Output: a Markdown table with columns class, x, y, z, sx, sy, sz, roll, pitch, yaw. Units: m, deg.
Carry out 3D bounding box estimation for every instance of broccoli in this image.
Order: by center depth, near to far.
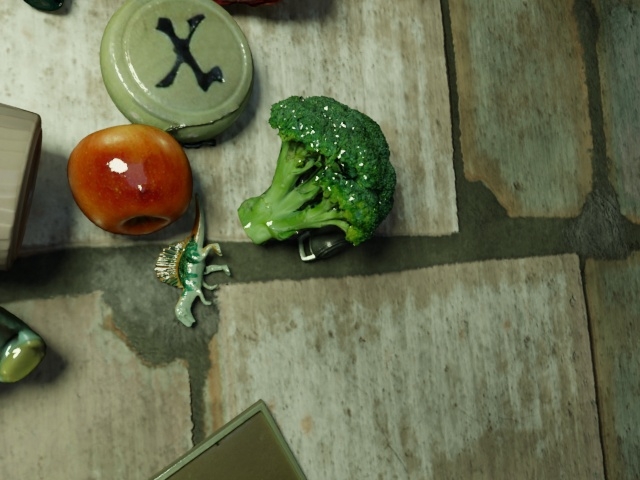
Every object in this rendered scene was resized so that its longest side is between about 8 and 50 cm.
| class | x | y | z | sx | sy | sz | roll | pitch | yaw |
| --- | --- | --- | --- | --- | --- | --- | --- | --- | --- |
| broccoli | -0.015 | -0.097 | 0.815 | 0.269 | 0.269 | 0.254 | -36 | 91 | -24 |

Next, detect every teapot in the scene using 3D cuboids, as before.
| class | x | y | z | sx | sy | sz | roll | pitch | yaw |
| --- | --- | --- | --- | --- | --- | --- | --- | --- | --- |
| teapot | 0.000 | 0.000 | 0.889 | 0.088 | 0.066 | 0.057 | -27 | 77 | -3 |

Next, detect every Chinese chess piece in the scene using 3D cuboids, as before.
| class | x | y | z | sx | sy | sz | roll | pitch | yaw |
| --- | --- | --- | --- | --- | --- | --- | --- | --- | --- |
| Chinese chess piece | -0.212 | -0.262 | 0.791 | 0.237 | 0.092 | 0.238 | 2 | 85 | -26 |

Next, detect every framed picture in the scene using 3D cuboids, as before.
| class | x | y | z | sx | sy | sz | roll | pitch | yaw |
| --- | --- | --- | --- | --- | --- | --- | --- | --- | --- |
| framed picture | -0.160 | 0.417 | 0.791 | 0.289 | 0.020 | 0.211 | -31 | 98 | -25 |

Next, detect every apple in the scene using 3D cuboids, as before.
| class | x | y | z | sx | sy | sz | roll | pitch | yaw |
| --- | --- | --- | --- | --- | --- | --- | --- | --- | --- |
| apple | -0.258 | -0.080 | 0.716 | 0.163 | 0.163 | 0.139 | -17 | 85 | -26 |

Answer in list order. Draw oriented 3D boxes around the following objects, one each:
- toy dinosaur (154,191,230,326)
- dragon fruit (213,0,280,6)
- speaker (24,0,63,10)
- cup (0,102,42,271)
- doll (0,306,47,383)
| class | x | y | z | sx | sy | sz | roll | pitch | yaw |
| --- | --- | --- | --- | --- | --- | --- | --- | --- | --- |
| toy dinosaur | -0.204 | 0.031 | 0.798 | 0.106 | 0.044 | 0.187 | -22 | 96 | -10 |
| dragon fruit | -0.156 | -0.488 | 0.823 | 0.317 | 0.152 | 0.205 | 15 | 59 | -15 |
| speaker | -0.408 | -0.373 | 0.725 | 0.094 | 0.060 | 0.075 | 7 | 81 | -24 |
| cup | -0.465 | -0.079 | 0.552 | 0.273 | 0.288 | 0.208 | 12 | 89 | -27 |
| doll | -0.480 | 0.167 | 0.583 | 0.261 | 0.161 | 0.177 | -55 | 147 | -20 |
